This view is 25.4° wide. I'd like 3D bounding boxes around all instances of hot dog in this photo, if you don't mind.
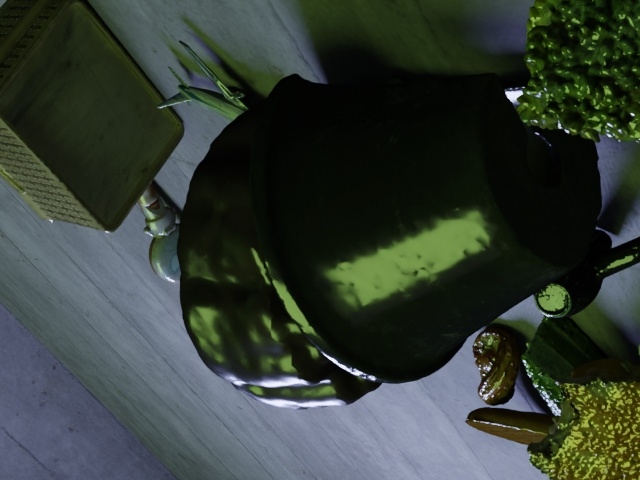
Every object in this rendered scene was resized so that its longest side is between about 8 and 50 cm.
[{"bbox_3d":[0.263,0.189,2.114,0.065,0.099,0.147,-5,155,2],"label":"hot dog"}]

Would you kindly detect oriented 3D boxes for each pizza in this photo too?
[{"bbox_3d":[0.400,0.252,1.879,0.223,0.089,0.323,19,126,5],"label":"pizza"}]

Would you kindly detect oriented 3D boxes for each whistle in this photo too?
[{"bbox_3d":[-0.269,-0.010,2.480,0.057,0.107,0.220,16,139,51],"label":"whistle"}]

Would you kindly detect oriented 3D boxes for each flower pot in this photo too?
[{"bbox_3d":[0.140,-0.041,1.497,0.251,0.379,0.379,-16,129,39],"label":"flower pot"}]

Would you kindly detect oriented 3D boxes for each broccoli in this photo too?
[{"bbox_3d":[0.274,-0.140,1.251,0.242,0.180,0.273,25,157,22],"label":"broccoli"}]

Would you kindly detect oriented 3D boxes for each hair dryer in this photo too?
[{"bbox_3d":[0.347,0.005,1.570,0.219,0.195,0.075,-27,96,33],"label":"hair dryer"}]

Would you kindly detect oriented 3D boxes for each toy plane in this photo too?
[{"bbox_3d":[-0.125,-0.180,1.942,0.226,0.058,0.226,17,149,33],"label":"toy plane"}]

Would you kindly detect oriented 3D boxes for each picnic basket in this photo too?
[{"bbox_3d":[-0.387,-0.192,2.081,0.175,0.228,0.313,11,149,42],"label":"picnic basket"}]

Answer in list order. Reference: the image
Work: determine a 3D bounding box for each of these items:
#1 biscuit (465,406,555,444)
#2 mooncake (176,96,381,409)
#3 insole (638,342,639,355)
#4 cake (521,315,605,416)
[{"bbox_3d":[0.350,0.296,2.170,0.262,0.037,0.262,15,170,3],"label":"biscuit"},{"bbox_3d":[0.000,0.000,1.698,0.212,0.381,0.350,0,144,42],"label":"mooncake"},{"bbox_3d":[0.487,0.141,1.702,0.232,0.003,0.080,1,120,38],"label":"insole"},{"bbox_3d":[0.347,0.199,1.977,0.235,0.100,0.099,43,157,-21],"label":"cake"}]
